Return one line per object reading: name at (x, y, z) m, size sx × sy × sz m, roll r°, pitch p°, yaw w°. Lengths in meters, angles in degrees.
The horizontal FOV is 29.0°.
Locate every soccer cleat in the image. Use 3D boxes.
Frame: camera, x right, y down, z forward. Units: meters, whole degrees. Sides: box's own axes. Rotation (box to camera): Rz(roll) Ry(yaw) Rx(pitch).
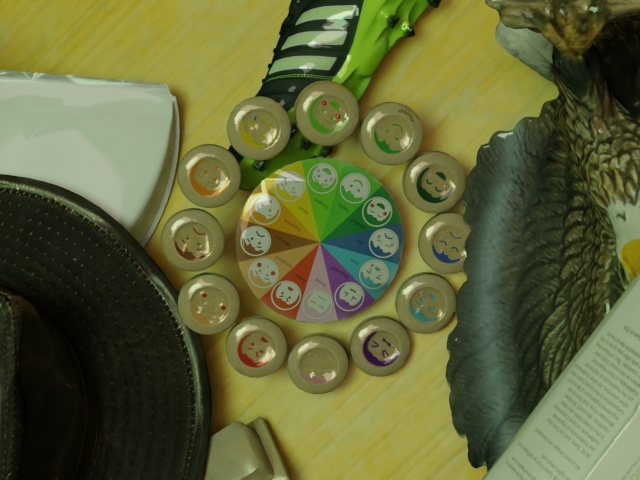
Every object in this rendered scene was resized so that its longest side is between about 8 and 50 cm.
soccer cleat at (-0.002, -0.108, 0.738) m, size 0.179 × 0.060 × 0.072 m, roll -51°, pitch 59°, yaw 7°

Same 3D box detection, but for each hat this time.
hat at (-0.209, 0.099, 0.633) m, size 0.331 × 0.134 × 0.331 m, roll 3°, pitch 74°, yaw -10°

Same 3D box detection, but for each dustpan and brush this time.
dustpan and brush at (-0.167, 0.007, 0.768) m, size 0.147 × 0.060 × 0.211 m, roll 5°, pitch 82°, yaw -1°

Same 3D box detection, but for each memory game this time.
memory game at (0.000, 0.000, 0.714) m, size 0.186 × 0.012 × 0.186 m, roll -1°, pitch 103°, yaw -6°

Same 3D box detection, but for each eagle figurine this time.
eagle figurine at (0.172, -0.006, 0.639) m, size 0.226 × 0.225 × 0.298 m, roll 16°, pitch 132°, yaw 44°

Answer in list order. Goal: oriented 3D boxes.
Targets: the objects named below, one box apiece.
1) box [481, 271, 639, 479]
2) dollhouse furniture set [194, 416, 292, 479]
box at (0.257, 0.103, 0.576) m, size 0.322 × 0.058 × 0.232 m, roll 35°, pitch 95°, yaw -27°
dollhouse furniture set at (-0.073, 0.342, 0.729) m, size 0.303 × 0.174 × 0.356 m, roll -31°, pitch 57°, yaw 9°
